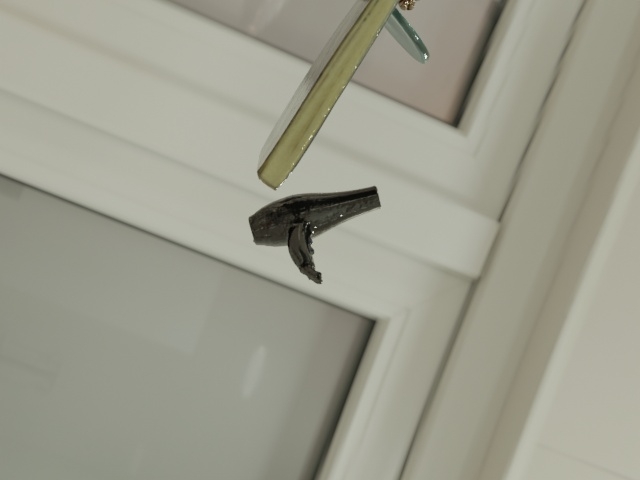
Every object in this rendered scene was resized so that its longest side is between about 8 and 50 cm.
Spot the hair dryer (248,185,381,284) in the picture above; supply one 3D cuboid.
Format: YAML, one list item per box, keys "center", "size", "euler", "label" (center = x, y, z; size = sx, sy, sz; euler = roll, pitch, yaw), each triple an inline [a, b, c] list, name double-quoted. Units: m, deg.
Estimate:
- center: [0.000, 0.000, 1.836]
  size: [0.219, 0.195, 0.075]
  euler: [-102, 177, -59]
  label: "hair dryer"

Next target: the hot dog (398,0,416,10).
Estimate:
- center: [0.128, -0.352, 1.825]
  size: [0.058, 0.035, 0.083]
  euler: [-45, -158, 24]
  label: "hot dog"

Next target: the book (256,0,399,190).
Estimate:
- center: [0.012, -0.212, 1.650]
  size: [0.300, 0.039, 0.428]
  euler: [-57, -174, 5]
  label: "book"

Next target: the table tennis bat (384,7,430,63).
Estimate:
- center: [0.086, -0.358, 1.982]
  size: [0.040, 0.244, 0.153]
  euler: [-40, 152, 1]
  label: "table tennis bat"
